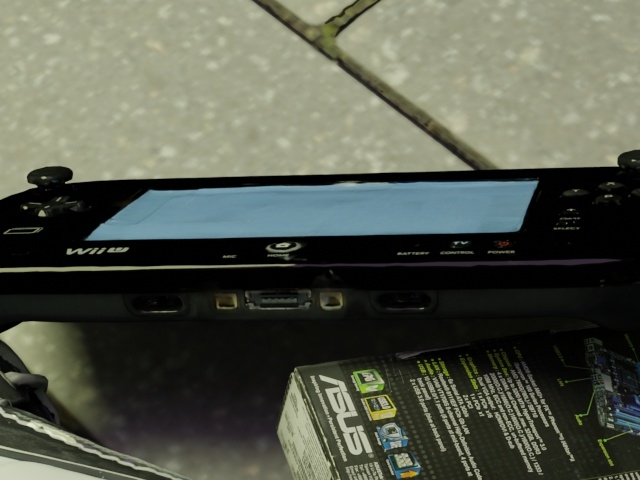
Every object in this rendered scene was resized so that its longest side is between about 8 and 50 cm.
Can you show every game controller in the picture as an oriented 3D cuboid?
[{"bbox_3d":[0.000,0.000,0.784,0.319,0.166,0.067,-2,94,12],"label":"game controller"}]

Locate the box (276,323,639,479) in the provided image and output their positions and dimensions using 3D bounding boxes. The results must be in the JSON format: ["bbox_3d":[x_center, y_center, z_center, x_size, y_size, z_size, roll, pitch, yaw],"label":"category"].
[{"bbox_3d":[0.098,0.117,0.700,0.184,0.045,0.190,-6,49,-21],"label":"box"}]

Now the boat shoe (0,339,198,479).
[{"bbox_3d":[-0.154,0.083,0.777,0.301,0.108,0.102,6,56,25],"label":"boat shoe"}]
